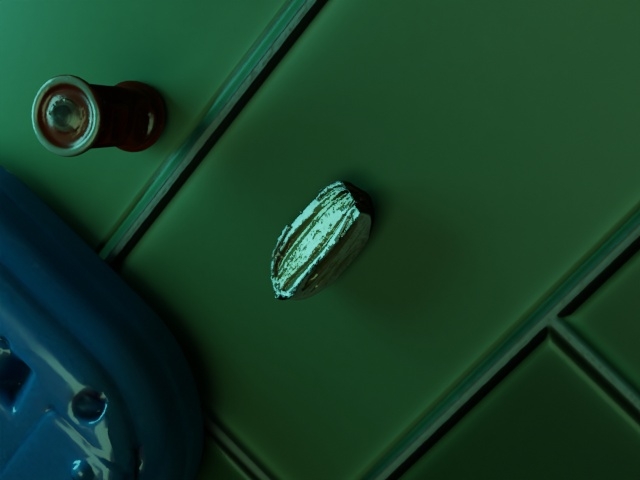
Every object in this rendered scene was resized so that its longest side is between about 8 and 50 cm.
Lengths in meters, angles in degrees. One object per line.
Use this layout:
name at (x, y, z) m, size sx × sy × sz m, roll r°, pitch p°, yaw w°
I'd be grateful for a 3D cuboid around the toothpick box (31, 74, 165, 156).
toothpick box at (-0.128, -0.074, 0.804) m, size 0.047 × 0.083 × 0.047 m, roll 2°, pitch 96°, yaw 22°

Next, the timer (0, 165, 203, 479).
timer at (-0.255, 0.127, 0.910) m, size 0.309 × 0.115 × 0.340 m, roll 44°, pitch 118°, yaw 9°

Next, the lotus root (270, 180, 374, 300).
lotus root at (0.002, 0.001, 0.802) m, size 0.083 × 0.030 × 0.037 m, roll -49°, pitch 53°, yaw 25°
